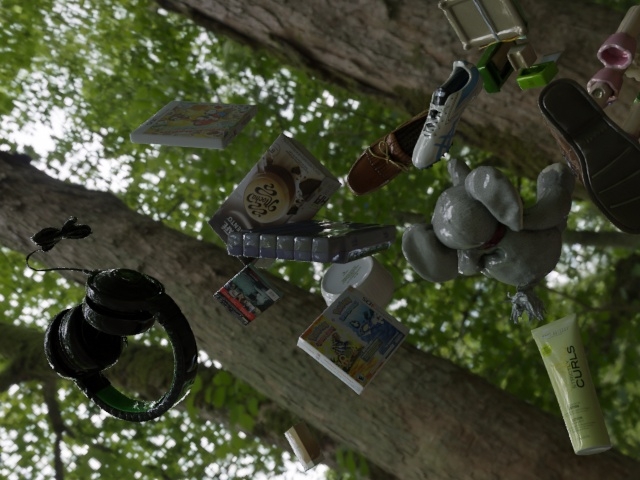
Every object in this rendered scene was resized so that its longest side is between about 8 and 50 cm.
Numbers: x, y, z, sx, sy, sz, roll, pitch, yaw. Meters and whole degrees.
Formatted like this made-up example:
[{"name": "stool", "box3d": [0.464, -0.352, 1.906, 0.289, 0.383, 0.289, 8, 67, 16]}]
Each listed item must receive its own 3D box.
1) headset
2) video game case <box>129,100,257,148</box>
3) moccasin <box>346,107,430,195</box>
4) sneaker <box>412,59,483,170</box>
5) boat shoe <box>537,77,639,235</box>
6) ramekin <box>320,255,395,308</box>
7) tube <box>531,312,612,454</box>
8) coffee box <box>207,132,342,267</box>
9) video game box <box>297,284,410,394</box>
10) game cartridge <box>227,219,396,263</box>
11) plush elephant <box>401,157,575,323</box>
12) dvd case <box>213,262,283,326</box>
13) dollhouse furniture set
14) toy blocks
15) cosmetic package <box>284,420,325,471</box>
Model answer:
[{"name": "headset", "box3d": [-0.369, 0.130, 1.112, 0.243, 0.394, 0.185, -43, -4, 23]}, {"name": "video game case", "box3d": [-0.284, -0.269, 1.426, 0.206, 0.227, 0.026, -64, -24, -53]}, {"name": "moccasin", "box3d": [0.242, -0.273, 1.921, 0.380, 0.139, 0.147, -32, 1, 4]}, {"name": "sneaker", "box3d": [0.245, -0.256, 1.269, 0.086, 0.085, 0.237, 29, -91, -36]}, {"name": "boat shoe", "box3d": [0.491, -0.145, 1.085, 0.110, 0.307, 0.104, -28, -20, 19]}, {"name": "ramekin", "box3d": [0.124, 0.161, 2.270, 0.273, 0.273, 0.127, -49, -57, -24]}, {"name": "tube", "box3d": [0.446, 0.253, 1.111, 0.062, 0.070, 0.240, 83, -178, -58]}, {"name": "coffee box", "box3d": [-0.115, -0.092, 1.551, 0.297, 0.168, 0.119, -49, -19, 12]}, {"name": "video game box", "box3d": [0.080, 0.226, 1.465, 0.205, 0.187, 0.048, -44, -20, -35]}, {"name": "game cartridge", "box3d": [0.000, 0.000, 1.300, 0.355, 0.230, 0.068, -12, -71, -63]}, {"name": "plush elephant", "box3d": [0.298, -0.036, 1.132, 0.255, 0.272, 0.330, 39, -142, -22]}, {"name": "dvd case", "box3d": [-0.136, 0.102, 1.162, 0.119, 0.087, 0.013, -40, 9, 37]}, {"name": "dollhouse furniture set", "box3d": [0.460, -0.537, 1.555, 0.301, 0.197, 0.151, 49, -114, -28]}, {"name": "toy blocks", "box3d": [0.668, -0.247, 1.275, 0.260, 0.288, 0.309, -57, -18, -14]}, {"name": "cosmetic package", "box3d": [-0.042, 0.539, 1.635, 0.041, 0.115, 0.060, -16, -25, -40]}]
